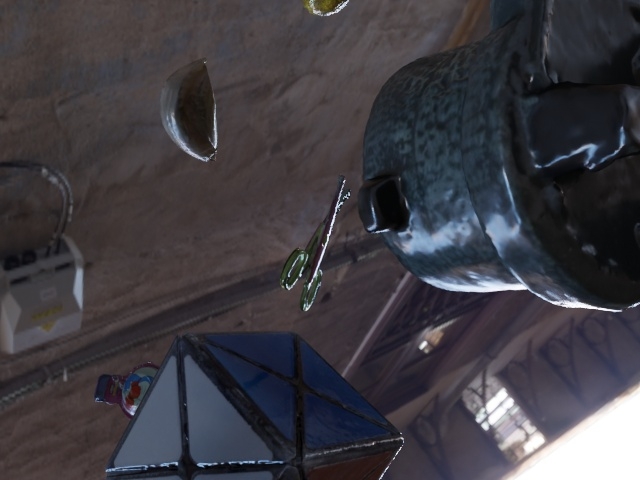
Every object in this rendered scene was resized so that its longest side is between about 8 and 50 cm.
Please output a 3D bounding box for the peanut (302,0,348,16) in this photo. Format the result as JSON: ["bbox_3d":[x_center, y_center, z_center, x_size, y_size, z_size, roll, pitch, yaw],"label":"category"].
[{"bbox_3d":[0.048,-0.460,1.341,0.087,0.207,0.087,38,-155,-21],"label":"peanut"}]

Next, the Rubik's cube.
[{"bbox_3d":[-0.090,0.290,1.085,0.260,0.254,0.259,42,-162,34],"label":"Rubik's cube"}]

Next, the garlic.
[{"bbox_3d":[-0.248,-0.237,1.512,0.102,0.195,0.087,-13,-165,-20],"label":"garlic"}]

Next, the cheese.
[{"bbox_3d":[-0.296,0.237,1.277,0.145,0.038,0.095,-1,-114,25],"label":"cheese"}]

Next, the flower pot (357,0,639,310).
[{"bbox_3d":[0.197,-0.089,0.685,0.299,0.283,0.298,2,-93,-35],"label":"flower pot"}]

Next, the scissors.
[{"bbox_3d":[0.000,0.000,1.115,0.020,0.133,0.187,18,-106,21],"label":"scissors"}]
